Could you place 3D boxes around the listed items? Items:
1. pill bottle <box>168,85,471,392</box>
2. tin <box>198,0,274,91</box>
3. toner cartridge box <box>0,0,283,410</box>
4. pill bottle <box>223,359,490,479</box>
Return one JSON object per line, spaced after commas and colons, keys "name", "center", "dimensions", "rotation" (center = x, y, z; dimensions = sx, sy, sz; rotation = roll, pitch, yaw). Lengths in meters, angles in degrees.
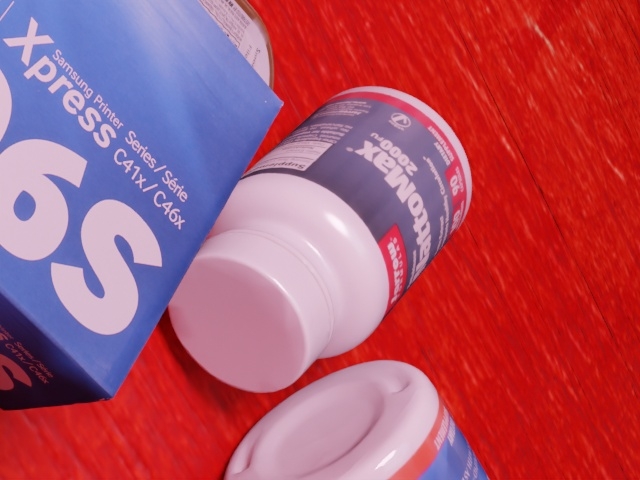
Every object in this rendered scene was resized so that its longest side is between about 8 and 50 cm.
{"name": "pill bottle", "center": [0.000, 0.000, 0.810], "dimensions": [0.180, 0.108, 0.108], "rotation": [-47, 115, -48]}
{"name": "tin", "center": [-0.080, -0.092, 0.746], "dimensions": [0.106, 0.040, 0.190], "rotation": [-65, 149, -11]}
{"name": "toner cartridge box", "center": [-0.169, -0.108, 0.544], "dimensions": [0.348, 0.075, 0.165], "rotation": [49, 50, -29]}
{"name": "pill bottle", "center": [0.053, 0.184, 0.800], "dimensions": [0.221, 0.124, 0.124], "rotation": [59, 40, -21]}
